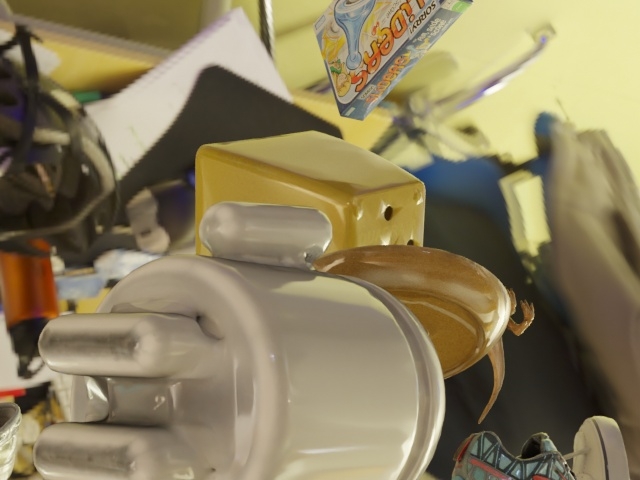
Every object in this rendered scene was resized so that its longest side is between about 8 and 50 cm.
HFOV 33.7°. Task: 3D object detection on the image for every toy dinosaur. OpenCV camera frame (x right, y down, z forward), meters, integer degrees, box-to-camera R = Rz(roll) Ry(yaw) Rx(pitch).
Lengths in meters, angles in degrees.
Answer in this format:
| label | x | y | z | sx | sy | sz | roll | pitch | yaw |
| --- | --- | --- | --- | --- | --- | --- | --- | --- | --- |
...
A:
| label | x | y | z | sx | sy | sz | roll | pitch | yaw |
| --- | --- | --- | --- | --- | --- | --- | --- | --- | --- |
| toy dinosaur | 0.224 | 0.119 | 1.387 | 0.112 | 0.211 | 0.064 | -34 | 156 | 31 |

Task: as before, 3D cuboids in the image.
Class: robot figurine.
| label | x | y | z | sx | sy | sz | roll | pitch | yaw |
| --- | --- | --- | --- | --- | --- | --- | --- | --- | --- |
| robot figurine | -0.040 | 0.117 | 0.788 | 0.200 | 0.299 | 0.353 | 1 | 173 | 38 |

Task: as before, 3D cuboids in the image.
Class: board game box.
| label | x | y | z | sx | sy | sz | roll | pitch | yaw |
| --- | --- | --- | --- | --- | --- | --- | --- | --- | --- |
| board game box | 0.072 | -0.243 | 1.140 | 0.035 | 0.136 | 0.201 | 6 | 144 | -35 |

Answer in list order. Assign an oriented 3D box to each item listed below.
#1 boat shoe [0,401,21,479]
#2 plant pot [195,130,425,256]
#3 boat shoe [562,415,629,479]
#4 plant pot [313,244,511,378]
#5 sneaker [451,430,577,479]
| label | x | y | z | sx | sy | sz | roll | pitch | yaw |
| --- | --- | --- | --- | --- | --- | --- | --- | --- | --- |
| boat shoe | -0.518 | 0.281 | 1.360 | 0.320 | 0.118 | 0.103 | -2 | 115 | -58 |
| plant pot | 0.000 | 0.000 | 1.187 | 0.212 | 0.187 | 0.212 | -14 | 111 | -50 |
| boat shoe | 0.337 | 0.384 | 1.444 | 0.157 | 0.367 | 0.135 | 5 | 131 | 8 |
| plant pot | 0.062 | 0.084 | 1.001 | 0.236 | 0.032 | 0.236 | 1 | 144 | 1 |
| sneaker | 0.268 | 0.282 | 1.200 | 0.262 | 0.125 | 0.104 | 20 | 155 | -24 |
